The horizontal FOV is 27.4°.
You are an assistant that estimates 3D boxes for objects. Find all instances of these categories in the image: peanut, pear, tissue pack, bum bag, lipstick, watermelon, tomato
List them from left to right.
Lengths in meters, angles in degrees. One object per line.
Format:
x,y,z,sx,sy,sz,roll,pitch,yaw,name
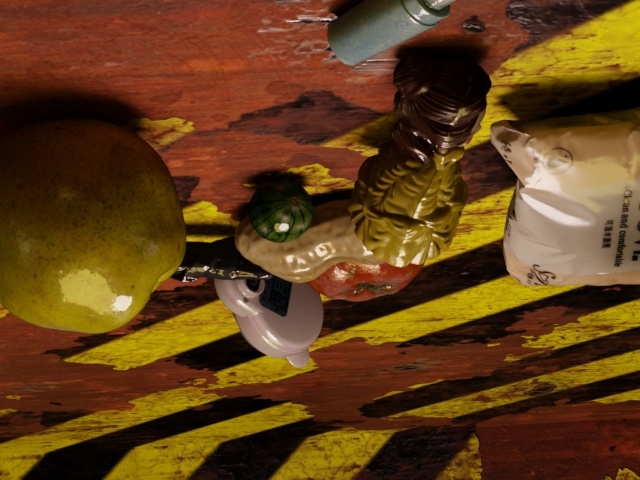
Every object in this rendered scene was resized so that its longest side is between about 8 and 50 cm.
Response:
-0.328,-0.021,1.737,0.294,0.294,0.294,-3,160,-1,pear
-0.190,0.030,2.136,0.248,0.060,0.123,-1,-156,-2,bum bag
-0.061,-0.041,1.977,0.109,0.109,0.109,-3,160,-1,watermelon
0.000,0.000,2.057,0.275,0.125,0.111,-7,168,12,peanut
0.071,0.043,2.237,0.237,0.095,0.236,-4,160,-1,tomato
0.121,-0.270,1.440,0.068,0.061,0.274,17,151,-40,lipstick
0.437,-0.076,1.864,0.390,0.195,0.375,-5,147,4,tissue pack

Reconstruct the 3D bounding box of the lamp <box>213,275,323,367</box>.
-0.097,0.106,2.274,0.108,0.179,0.246,-23,133,34,lamp

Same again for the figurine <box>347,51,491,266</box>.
0.150,-0.120,1.728,0.187,0.168,0.315,-42,167,-28,figurine
